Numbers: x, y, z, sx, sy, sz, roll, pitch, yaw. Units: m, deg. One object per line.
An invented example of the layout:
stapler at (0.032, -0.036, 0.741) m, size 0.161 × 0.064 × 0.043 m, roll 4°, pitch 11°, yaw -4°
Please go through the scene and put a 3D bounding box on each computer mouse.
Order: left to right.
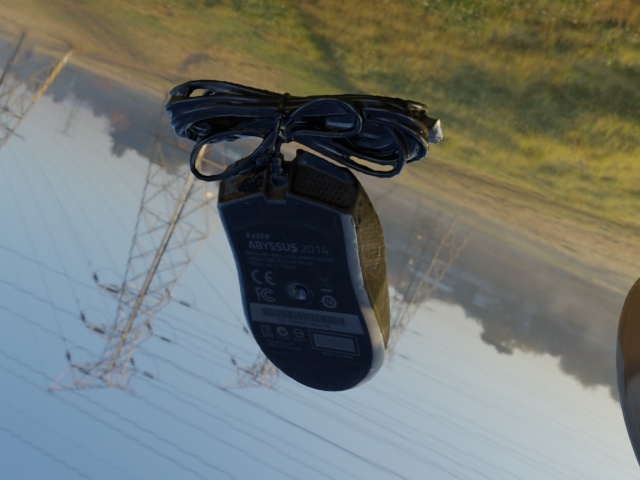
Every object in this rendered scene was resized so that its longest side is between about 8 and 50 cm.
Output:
computer mouse at (0.000, 0.000, 0.551) m, size 0.188 × 0.272 × 0.072 m, roll 8°, pitch -142°, yaw 20°

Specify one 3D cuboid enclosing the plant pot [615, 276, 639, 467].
plant pot at (0.346, 0.119, 0.555) m, size 0.237 × 0.238 × 0.109 m, roll 22°, pitch 151°, yaw -28°
